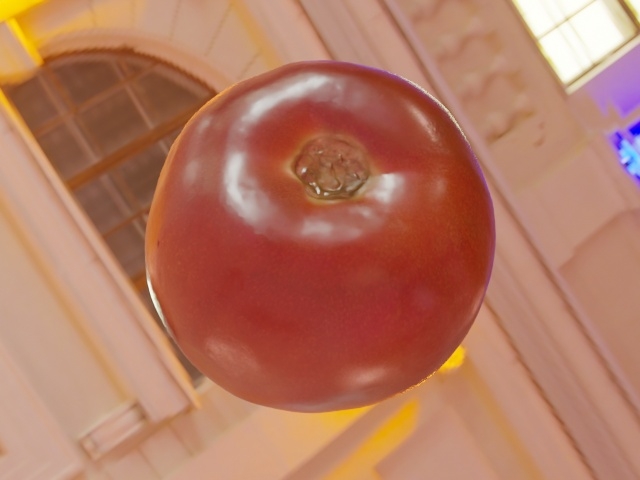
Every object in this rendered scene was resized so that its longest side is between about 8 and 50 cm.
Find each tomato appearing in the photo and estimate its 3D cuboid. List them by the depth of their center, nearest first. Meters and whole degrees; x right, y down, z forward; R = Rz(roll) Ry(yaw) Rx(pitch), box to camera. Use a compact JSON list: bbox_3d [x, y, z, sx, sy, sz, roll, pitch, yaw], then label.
[{"bbox_3d":[0.000,0.000,0.657,0.195,0.195,0.136,42,-26,22],"label":"tomato"}]
